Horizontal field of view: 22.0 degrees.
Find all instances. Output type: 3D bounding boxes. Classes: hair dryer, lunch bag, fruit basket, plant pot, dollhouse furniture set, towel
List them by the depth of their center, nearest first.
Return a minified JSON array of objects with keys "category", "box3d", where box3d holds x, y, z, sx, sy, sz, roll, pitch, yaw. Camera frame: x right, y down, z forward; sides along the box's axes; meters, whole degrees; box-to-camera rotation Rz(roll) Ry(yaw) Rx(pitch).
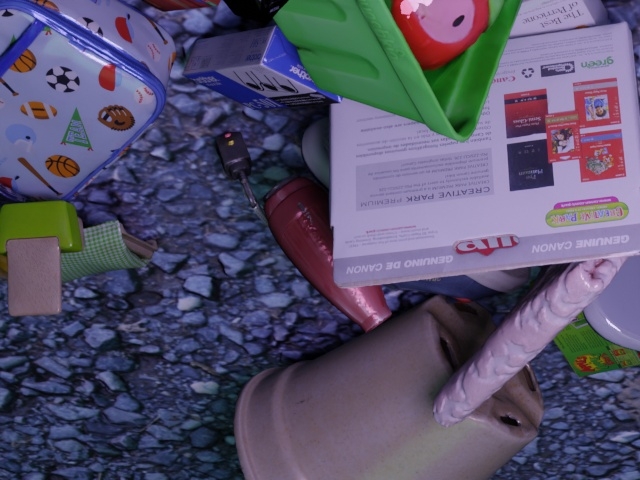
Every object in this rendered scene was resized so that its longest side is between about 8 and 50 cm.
[{"category":"fruit basket","box3d":[0.127,-0.296,1.458,0.392,0.283,0.392,17,152,9]},{"category":"lunch bag","box3d":[-0.320,-0.166,1.780,0.243,0.115,0.303,29,136,-27]},{"category":"towel","box3d":[0.279,0.041,1.859,0.053,0.317,0.332,40,139,4]},{"category":"hair dryer","box3d":[0.000,0.000,1.874,0.080,0.293,0.223,-38,133,1]},{"category":"dollhouse furniture set","box3d":[-0.329,0.058,1.953,0.198,0.151,0.301,-4,170,13]},{"category":"plant pot","box3d":[0.110,0.237,2.146,0.334,0.333,0.305,31,125,-32]}]

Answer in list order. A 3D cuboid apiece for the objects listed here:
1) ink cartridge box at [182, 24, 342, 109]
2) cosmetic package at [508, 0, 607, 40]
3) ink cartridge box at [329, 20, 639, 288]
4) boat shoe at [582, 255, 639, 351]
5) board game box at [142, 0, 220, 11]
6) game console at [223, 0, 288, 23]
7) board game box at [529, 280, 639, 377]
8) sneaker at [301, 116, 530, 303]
[{"category":"ink cartridge box","box3d":[-0.058,-0.176,1.709,0.097,0.046,0.207,24,172,-25]},{"category":"cosmetic package","box3d":[0.170,-0.215,1.707,0.239,0.060,0.099,-16,140,25]},{"category":"ink cartridge box","box3d":[0.170,-0.056,1.644,0.309,0.271,0.130,-6,148,13]},{"category":"boat shoe","box3d":[0.454,0.084,1.998,0.367,0.135,0.156,-7,160,-26]},{"category":"board game box","box3d":[-0.240,-0.298,1.598,0.281,0.027,0.145,26,174,-27]},{"category":"game console","box3d":[-0.137,-0.291,1.440,0.044,0.361,0.213,-40,109,-5]},{"category":"board game box","box3d":[0.349,0.108,2.144,0.092,0.043,0.181,-14,140,24]},{"category":"sneaker","box3d":[0.085,-0.017,1.930,0.350,0.131,0.148,34,138,-30]}]
